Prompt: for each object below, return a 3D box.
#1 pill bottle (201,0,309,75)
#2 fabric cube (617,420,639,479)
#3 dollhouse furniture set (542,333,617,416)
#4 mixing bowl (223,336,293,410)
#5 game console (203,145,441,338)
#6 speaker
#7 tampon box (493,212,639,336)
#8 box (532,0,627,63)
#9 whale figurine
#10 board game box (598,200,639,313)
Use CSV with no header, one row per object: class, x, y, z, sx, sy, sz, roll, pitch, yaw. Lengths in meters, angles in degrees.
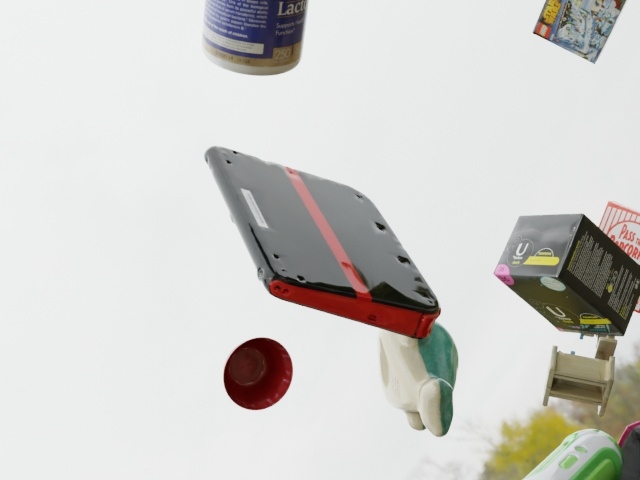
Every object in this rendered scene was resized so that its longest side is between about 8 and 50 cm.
pill bottle,-0.087,-0.384,1.420,0.153,0.153,0.265,-29,-41,-43
fabric cube,0.706,0.491,1.870,0.259,0.258,0.254,-47,3,-37
dollhouse furniture set,0.549,0.254,2.094,0.184,0.129,0.129,-69,-16,-44
mixing bowl,-0.168,0.321,2.450,0.181,0.098,0.182,-2,-85,-23
game console,0.000,0.000,1.599,0.342,0.387,0.060,14,-62,-32
speaker,0.442,0.444,1.789,0.296,0.131,0.131,-20,-45,-50
tampon box,0.345,0.048,1.367,0.161,0.120,0.101,37,-110,-28
box,0.335,-0.301,1.258,0.027,0.094,0.137,-50,-15,-37
whale figurine,0.191,0.234,1.738,0.141,0.272,0.216,-8,-72,-11
board game box,0.633,0.033,2.049,0.045,0.146,0.194,-2,-67,-56
